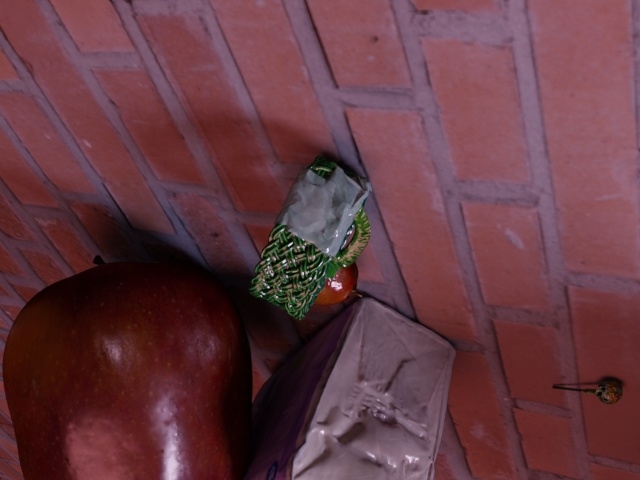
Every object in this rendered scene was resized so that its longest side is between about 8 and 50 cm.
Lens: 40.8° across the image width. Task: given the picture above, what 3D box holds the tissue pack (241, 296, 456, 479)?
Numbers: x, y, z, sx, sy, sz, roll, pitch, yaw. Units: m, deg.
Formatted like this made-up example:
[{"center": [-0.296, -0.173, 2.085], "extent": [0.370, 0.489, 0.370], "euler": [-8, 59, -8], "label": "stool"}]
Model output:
[{"center": [0.007, 0.243, 1.017], "extent": [0.160, 0.242, 0.338], "euler": [29, 148, -9], "label": "tissue pack"}]

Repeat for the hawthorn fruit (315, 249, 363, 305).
[{"center": [0.002, 0.032, 0.889], "extent": [0.077, 0.077, 0.077], "euler": [18, 146, 13], "label": "hawthorn fruit"}]

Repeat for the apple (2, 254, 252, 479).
[{"center": [-0.214, 0.163, 0.982], "extent": [0.288, 0.316, 0.288], "euler": [-9, 170, -2], "label": "apple"}]

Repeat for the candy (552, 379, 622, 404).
[{"center": [0.282, 0.158, 0.916], "extent": [0.083, 0.023, 0.025], "euler": [0, 148, 50], "label": "candy"}]

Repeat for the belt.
[{"center": [0.000, 0.000, 0.787], "extent": [0.079, 0.121, 0.151], "euler": [25, 107, 6], "label": "belt"}]
